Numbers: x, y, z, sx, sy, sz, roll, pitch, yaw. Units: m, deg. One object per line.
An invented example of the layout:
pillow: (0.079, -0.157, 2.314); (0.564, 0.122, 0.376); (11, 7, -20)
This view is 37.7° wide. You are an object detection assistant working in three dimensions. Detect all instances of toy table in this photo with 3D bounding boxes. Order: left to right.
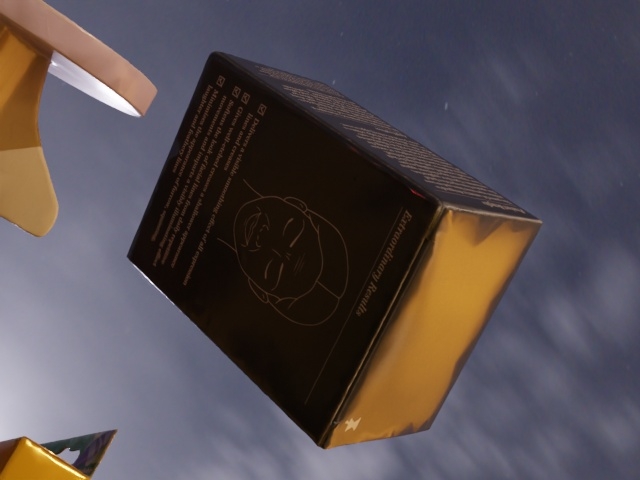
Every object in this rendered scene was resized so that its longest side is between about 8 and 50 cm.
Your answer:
toy table: (-0.292, -0.130, 0.761); (0.274, 0.252, 0.160); (31, -96, -10)

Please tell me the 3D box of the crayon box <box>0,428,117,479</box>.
crayon box: (-0.337, 0.302, 0.862); (0.083, 0.322, 0.203); (41, -37, -23)

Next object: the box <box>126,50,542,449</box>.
box: (0.000, 0.000, 1.108); (0.395, 0.212, 0.293); (39, -69, 36)
